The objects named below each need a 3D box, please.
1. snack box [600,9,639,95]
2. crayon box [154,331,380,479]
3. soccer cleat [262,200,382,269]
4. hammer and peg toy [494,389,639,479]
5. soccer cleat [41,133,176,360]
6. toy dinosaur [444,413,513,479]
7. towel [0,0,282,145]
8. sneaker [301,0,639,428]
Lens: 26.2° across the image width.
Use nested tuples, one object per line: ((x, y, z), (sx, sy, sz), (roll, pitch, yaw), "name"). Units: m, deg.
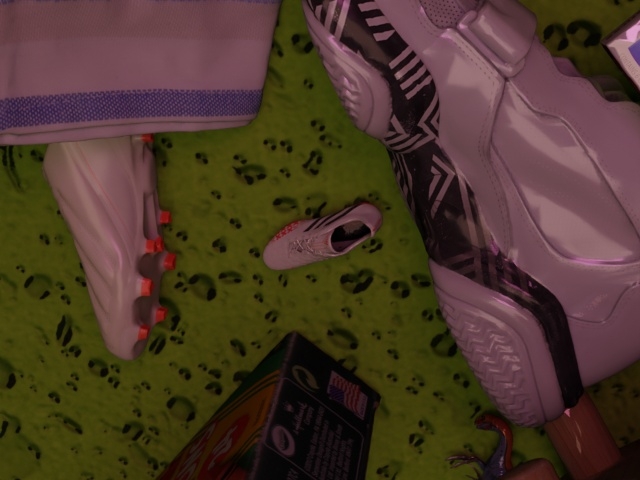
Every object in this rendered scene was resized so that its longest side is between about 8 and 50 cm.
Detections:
((0.219, -0.050, 0.687), (0.064, 0.022, 0.178), (-39, 101, 10), "snack box")
((-0.097, 0.228, 0.885), (0.081, 0.202, 0.318), (37, 112, -9), "crayon box")
((0.000, 0.000, 0.864), (0.083, 0.035, 0.029), (-20, 110, 15), "soccer cleat")
((0.224, 0.128, 0.722), (0.266, 0.361, 0.127), (-29, 87, 17), "hammer and peg toy")
((-0.135, -0.021, 0.860), (0.076, 0.068, 0.196), (3, 107, 11), "soccer cleat")
((0.117, 0.157, 0.928), (0.090, 0.047, 0.082), (14, 109, -36), "toy dinosaur")
((-0.086, -0.182, 0.726), (0.034, 0.209, 0.285), (38, 123, 40), "towel")
((0.129, -0.085, 0.763), (0.210, 0.137, 0.366), (-23, 107, 9), "sneaker")
